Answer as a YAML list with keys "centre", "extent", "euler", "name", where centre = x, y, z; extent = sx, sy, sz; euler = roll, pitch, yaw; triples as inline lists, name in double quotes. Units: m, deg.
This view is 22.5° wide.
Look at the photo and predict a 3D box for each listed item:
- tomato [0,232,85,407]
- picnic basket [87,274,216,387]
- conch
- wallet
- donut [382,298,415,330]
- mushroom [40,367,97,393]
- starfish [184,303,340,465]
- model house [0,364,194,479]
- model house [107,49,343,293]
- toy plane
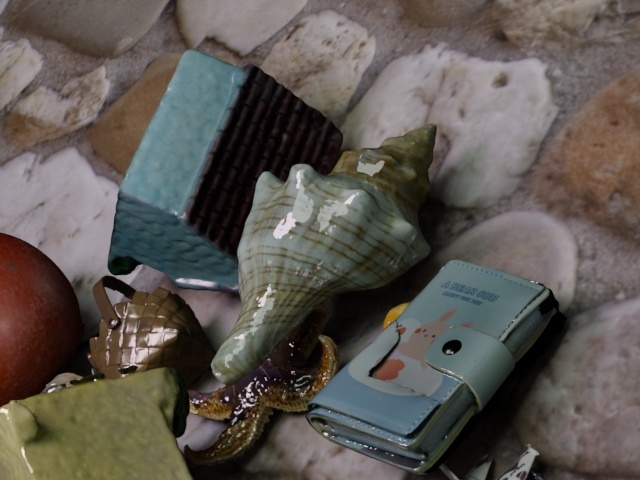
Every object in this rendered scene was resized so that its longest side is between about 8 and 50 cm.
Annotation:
- centre: [-0.444, 0.112, 2.069]
  extent: [0.265, 0.265, 0.264]
  euler: [-22, 46, 25]
  name: "tomato"
- centre: [-0.223, 0.114, 1.982]
  extent: [0.138, 0.128, 0.178]
  euler: [-42, 53, 7]
  name: "picnic basket"
- centre: [-0.001, -0.011, 1.823]
  extent: [0.386, 0.169, 0.203]
  euler: [-37, 50, -27]
  name: "conch"
- centre: [0.123, 0.127, 1.685]
  extent: [0.176, 0.075, 0.250]
  euler: [14, 50, 47]
  name: "wallet"
- centre: [0.094, 0.108, 1.803]
  extent: [0.038, 0.067, 0.083]
  euler: [-6, 86, 28]
  name: "donut"
- centre: [-0.365, 0.266, 2.008]
  extent: [0.278, 0.099, 0.096]
  euler: [-44, 35, 7]
  name: "mushroom"
- centre: [-0.078, 0.168, 1.874]
  extent: [0.216, 0.071, 0.238]
  euler: [0, 48, 46]
  name: "starfish"
- centre: [-0.230, 0.328, 1.747]
  extent: [0.266, 0.261, 0.321]
  euler: [60, 144, 28]
  name: "model house"
- centre: [-0.101, -0.066, 2.009]
  extent: [0.230, 0.249, 0.280]
  euler: [113, 178, -61]
  name: "model house"
- centre: [0.171, 0.269, 1.567]
  extent: [0.160, 0.082, 0.234]
  euler: [-41, 28, -8]
  name: "toy plane"
